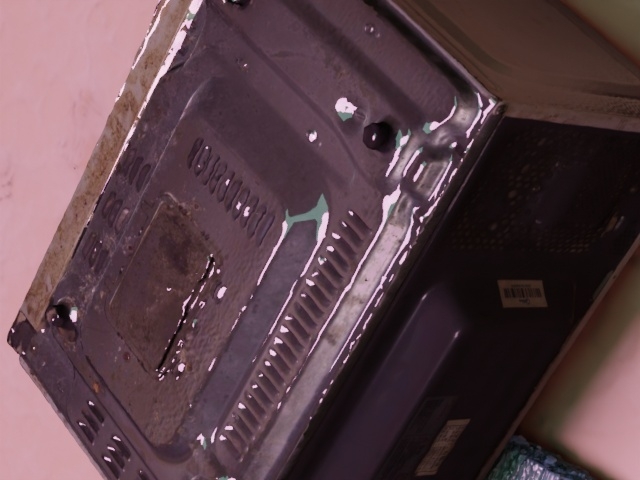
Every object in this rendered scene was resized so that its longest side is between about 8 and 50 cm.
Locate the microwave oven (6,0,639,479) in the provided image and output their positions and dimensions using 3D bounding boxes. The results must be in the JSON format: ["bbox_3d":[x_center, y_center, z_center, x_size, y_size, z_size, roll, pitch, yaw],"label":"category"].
[{"bbox_3d":[0.000,0.000,0.577,0.163,0.129,0.205,48,121,37],"label":"microwave oven"}]

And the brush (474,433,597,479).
[{"bbox_3d":[0.057,0.165,0.628,0.070,0.021,0.196,29,114,32],"label":"brush"}]
